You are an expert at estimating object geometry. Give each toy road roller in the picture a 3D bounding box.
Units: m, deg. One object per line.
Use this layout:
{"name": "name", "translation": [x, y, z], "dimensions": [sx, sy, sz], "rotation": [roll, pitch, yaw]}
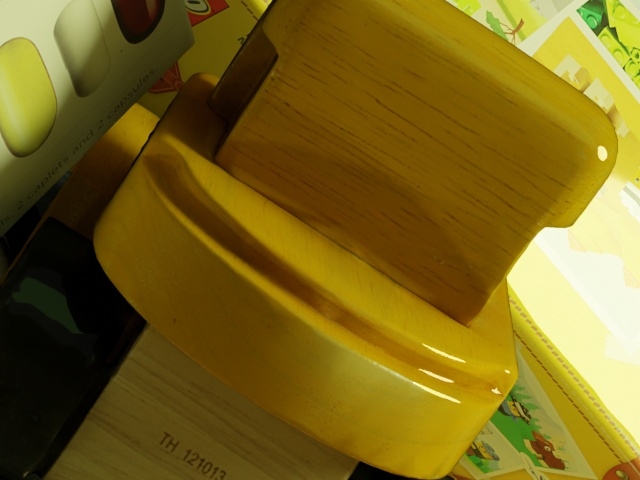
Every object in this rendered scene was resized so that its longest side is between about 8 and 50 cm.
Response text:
{"name": "toy road roller", "translation": [0.000, 0.000, 0.822], "dimensions": [0.202, 0.241, 0.329], "rotation": [34, 15, -6]}

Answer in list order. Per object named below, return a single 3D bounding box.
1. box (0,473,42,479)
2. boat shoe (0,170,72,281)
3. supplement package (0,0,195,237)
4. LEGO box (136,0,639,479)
{"name": "box", "translation": [-0.188, 0.109, 0.785], "dimensions": [0.232, 0.059, 0.183], "rotation": [37, 29, 32]}
{"name": "boat shoe", "translation": [-0.075, 0.108, 1.012], "dimensions": [0.158, 0.127, 0.340], "rotation": [8, 47, -42]}
{"name": "supplement package", "translation": [-0.213, -0.075, 0.725], "dimensions": [0.204, 0.262, 0.145], "rotation": [35, -19, 22]}
{"name": "LEGO box", "translation": [0.115, -0.129, 1.172], "dimensions": [0.500, 0.193, 0.372], "rotation": [49, 63, -14]}
